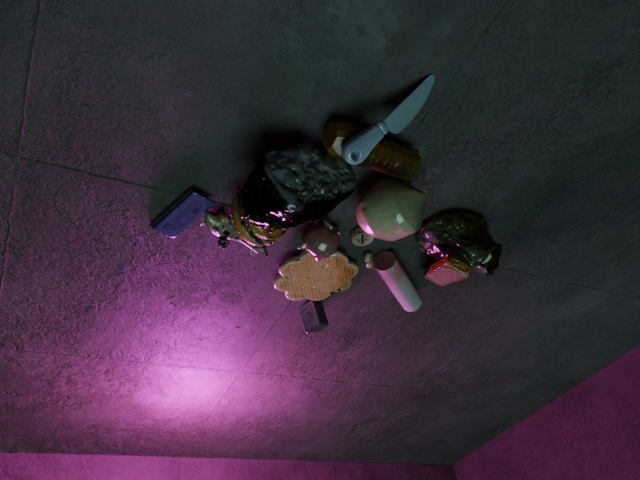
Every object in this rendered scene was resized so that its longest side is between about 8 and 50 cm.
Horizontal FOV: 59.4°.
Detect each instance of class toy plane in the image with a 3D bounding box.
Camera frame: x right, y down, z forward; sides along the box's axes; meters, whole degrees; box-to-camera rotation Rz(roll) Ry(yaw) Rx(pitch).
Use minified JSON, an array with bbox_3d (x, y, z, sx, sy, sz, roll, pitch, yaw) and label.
[{"bbox_3d":[-0.272,-0.020,1.805,0.108,0.092,0.286,-33,138,9],"label":"toy plane"}]

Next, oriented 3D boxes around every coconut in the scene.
[{"bbox_3d":[0.224,-0.102,1.737,0.224,0.224,0.224,-6,140,-5],"label":"coconut"}]

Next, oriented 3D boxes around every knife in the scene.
[{"bbox_3d":[0.193,-0.317,1.507,0.331,0.044,0.080,-40,125,-5],"label":"knife"}]

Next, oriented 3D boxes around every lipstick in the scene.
[{"bbox_3d":[0.299,0.161,2.140,0.087,0.087,0.327,-23,138,14],"label":"lipstick"}]

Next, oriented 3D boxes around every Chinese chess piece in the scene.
[{"bbox_3d":[0.145,-0.015,1.942,0.084,0.034,0.084,-6,141,-5],"label":"Chinese chess piece"}]

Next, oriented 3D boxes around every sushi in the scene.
[{"bbox_3d":[-0.068,-0.163,1.583,0.348,0.234,0.207,-13,162,-42],"label":"sushi"}]

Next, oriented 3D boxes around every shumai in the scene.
[{"bbox_3d":[0.478,0.027,1.942,0.272,0.203,0.222,-14,139,10],"label":"shumai"}]

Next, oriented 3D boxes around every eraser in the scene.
[{"bbox_3d":[-0.430,-0.081,1.733,0.225,0.036,0.082,-35,136,26],"label":"eraser"}]

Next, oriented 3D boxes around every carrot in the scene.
[{"bbox_3d":[0.148,-0.259,1.605,0.302,0.114,0.114,14,134,-32],"label":"carrot"}]

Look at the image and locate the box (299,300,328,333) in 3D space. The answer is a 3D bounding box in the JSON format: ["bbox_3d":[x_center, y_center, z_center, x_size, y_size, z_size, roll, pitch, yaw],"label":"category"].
[{"bbox_3d":[-0.024,0.305,2.215,0.069,0.122,0.084,16,135,-45],"label":"box"}]

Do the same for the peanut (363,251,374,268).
[{"bbox_3d":[0.178,0.072,2.050,0.037,0.037,0.083,-17,138,7],"label":"peanut"}]

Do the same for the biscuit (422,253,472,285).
[{"bbox_3d":[0.439,0.108,1.977,0.094,0.054,0.378,25,171,2],"label":"biscuit"}]

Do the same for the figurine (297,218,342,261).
[{"bbox_3d":[0.000,0.000,1.871,0.138,0.125,0.125,-45,131,13],"label":"figurine"}]

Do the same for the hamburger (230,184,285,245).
[{"bbox_3d":[-0.185,-0.071,1.699,0.118,0.182,0.191,-16,150,30],"label":"hamburger"}]

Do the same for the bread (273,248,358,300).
[{"bbox_3d":[-0.020,0.125,2.052,0.316,0.054,0.316,-7,141,-5],"label":"bread"}]
